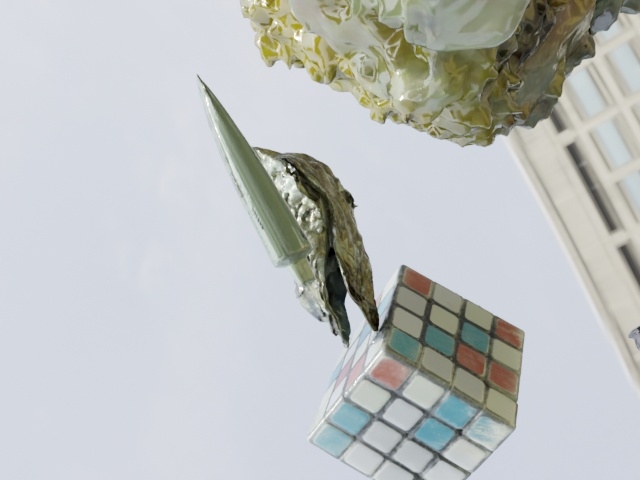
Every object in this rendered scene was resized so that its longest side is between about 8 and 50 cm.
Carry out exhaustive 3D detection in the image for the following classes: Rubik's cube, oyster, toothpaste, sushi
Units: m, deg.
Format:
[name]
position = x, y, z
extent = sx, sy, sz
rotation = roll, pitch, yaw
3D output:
[Rubik's cube]
position = 0.165, 0.245, 1.891
extent = 0.259, 0.256, 0.253
rotation = 31, -146, -4
[oyster]
position = -0.001, -0.003, 1.747
extent = 0.351, 0.158, 0.162
rotation = 60, 172, -16
[toothpaste]
position = -0.063, -0.055, 1.056
extent = 0.218, 0.041, 0.064
rotation = 61, 173, 9
[sushi]
position = 0.106, -0.259, 0.723
extent = 0.240, 0.397, 0.351
rotation = 35, -123, 22

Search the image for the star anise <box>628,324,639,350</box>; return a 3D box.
[star anise]
position = 0.277, 0.058, 0.702
extent = 0.110, 0.198, 0.257
rotation = 46, -178, 10
